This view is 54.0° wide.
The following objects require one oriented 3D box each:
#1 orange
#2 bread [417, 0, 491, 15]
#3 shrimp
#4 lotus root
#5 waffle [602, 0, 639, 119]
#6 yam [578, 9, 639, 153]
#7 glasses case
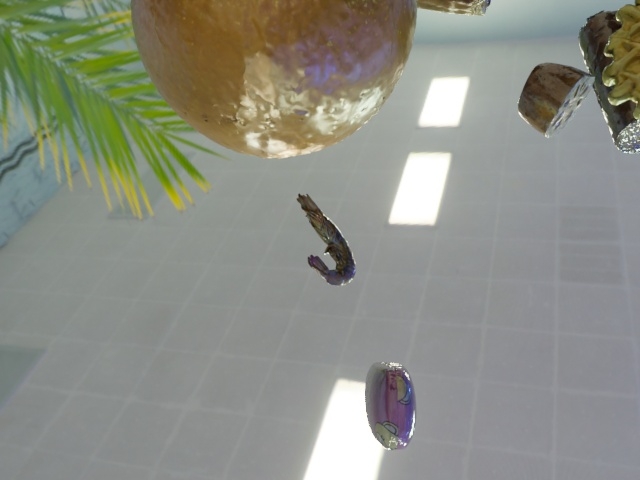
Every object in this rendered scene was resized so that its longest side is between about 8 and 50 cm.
[{"bbox_3d":[-0.042,-0.209,0.587,0.275,0.274,0.274,-9,-142,7],"label":"orange"},{"bbox_3d":[0.208,-0.595,1.176,0.325,0.277,0.167,26,-136,19],"label":"bread"},{"bbox_3d":[0.000,0.000,0.687,0.023,0.114,0.083,-31,-178,30],"label":"shrimp"},{"bbox_3d":[0.375,-0.228,1.016,0.081,0.112,0.122,32,-152,26],"label":"lotus root"},{"bbox_3d":[0.550,-0.267,0.903,0.262,0.056,0.249,9,-111,19],"label":"waffle"},{"bbox_3d":[0.591,-0.309,1.209,0.131,0.131,0.279,-9,-120,8],"label":"yam"},{"bbox_3d":[0.113,0.266,1.045,0.076,0.316,0.123,-1,-99,1],"label":"glasses case"}]
